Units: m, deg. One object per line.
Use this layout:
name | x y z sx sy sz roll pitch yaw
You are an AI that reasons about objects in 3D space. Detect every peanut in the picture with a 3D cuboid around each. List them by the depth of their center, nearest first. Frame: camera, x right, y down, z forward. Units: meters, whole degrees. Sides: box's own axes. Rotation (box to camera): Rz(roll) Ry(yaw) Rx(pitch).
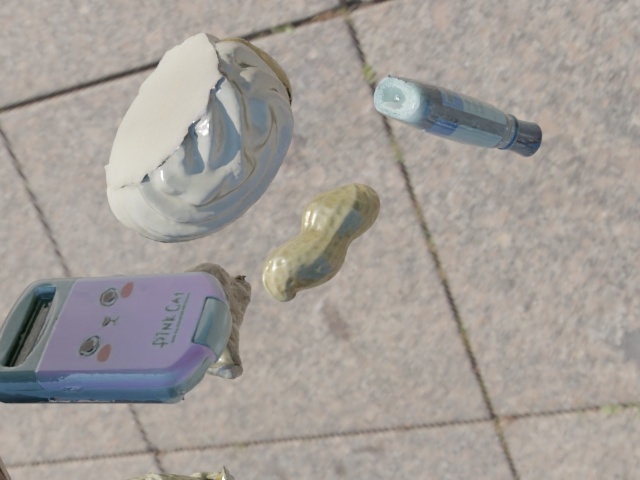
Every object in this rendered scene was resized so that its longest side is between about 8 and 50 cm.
peanut | 0.000 0.000 1.554 0.082 0.187 0.082 35 166 10

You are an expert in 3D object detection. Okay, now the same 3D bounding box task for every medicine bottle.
medicine bottle | 0.159 -0.134 1.401 0.090 0.208 0.053 28 103 53

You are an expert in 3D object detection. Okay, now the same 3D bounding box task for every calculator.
calculator | -0.198 0.090 1.157 0.246 0.141 0.045 -2 134 19

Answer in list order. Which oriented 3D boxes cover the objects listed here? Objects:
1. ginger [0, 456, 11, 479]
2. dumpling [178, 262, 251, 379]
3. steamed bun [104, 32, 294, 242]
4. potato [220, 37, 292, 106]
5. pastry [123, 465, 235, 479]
ginger | -0.431 0.187 1.190 0.200 0.223 0.269 -50 52 9
dumpling | -0.169 0.078 1.741 0.166 0.332 0.086 22 106 -9
steamed bun | -0.092 -0.077 1.032 0.106 0.183 0.183 33 134 -32
potato | -0.096 -0.189 1.566 0.107 0.170 0.080 -34 64 8
pastry | -0.126 0.234 0.916 0.166 0.166 0.088 -59 42 37
